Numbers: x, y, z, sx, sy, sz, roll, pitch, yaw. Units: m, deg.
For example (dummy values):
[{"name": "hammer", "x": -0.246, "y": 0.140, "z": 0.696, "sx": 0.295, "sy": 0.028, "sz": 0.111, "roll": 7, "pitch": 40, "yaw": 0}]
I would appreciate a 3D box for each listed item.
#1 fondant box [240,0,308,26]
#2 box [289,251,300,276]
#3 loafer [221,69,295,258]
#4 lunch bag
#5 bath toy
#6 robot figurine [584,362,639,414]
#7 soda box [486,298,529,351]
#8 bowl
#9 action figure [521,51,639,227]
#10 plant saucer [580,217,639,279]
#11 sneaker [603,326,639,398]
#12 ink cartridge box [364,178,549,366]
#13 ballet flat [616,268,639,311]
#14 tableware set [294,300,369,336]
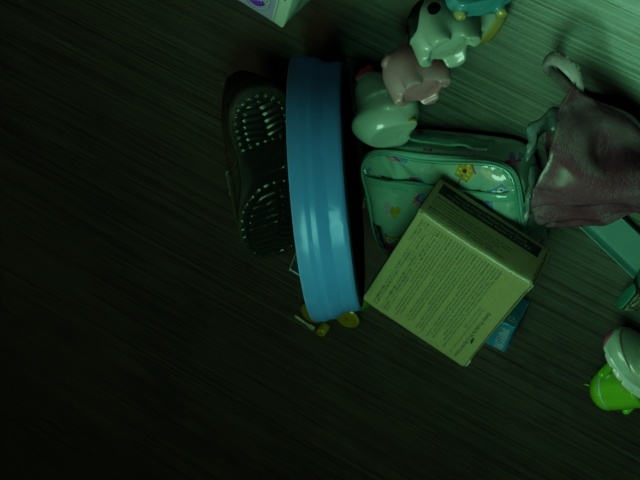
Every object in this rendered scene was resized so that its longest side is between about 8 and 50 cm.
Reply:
[{"name": "fondant box", "x": -0.093, "y": -0.481, "z": 1.545, "sx": 0.238, "sy": 0.096, "sz": 0.330, "roll": 33, "pitch": 148, "yaw": 7}, {"name": "box", "x": 0.000, "y": 0.000, "z": 1.960, "sx": 0.059, "sy": 0.054, "sz": 0.169, "roll": 31, "pitch": 137, "yaw": 9}, {"name": "loafer", "x": -0.088, "y": -0.126, "z": 1.839, "sx": 0.130, "sy": 0.134, "sz": 0.365, "roll": -115, "pitch": 17, "yaw": -45}, {"name": "lunch bag", "x": 0.195, "y": -0.062, "z": 1.728, "sx": 0.279, "sy": 0.108, "sz": 0.224, "roll": 7, "pitch": 130, "yaw": 30}, {"name": "bath toy", "x": 0.146, "y": -0.266, "z": 1.577, "sx": 0.348, "sy": 0.151, "sz": 0.129, "roll": -50, "pitch": 52, "yaw": 51}, {"name": "robot figurine", "x": 0.482, "y": 0.238, "z": 1.817, "sx": 0.115, "sy": 0.067, "sz": 0.101, "roll": -15, "pitch": 124, "yaw": 42}, {"name": "soda box", "x": 0.230, "y": 0.096, "z": 1.868, "sx": 0.210, "sy": 0.071, "sz": 0.067, "roll": 27, "pitch": 138, "yaw": 13}, {"name": "bowl", "x": 0.013, "y": -0.077, "z": 1.661, "sx": 0.077, "sy": 0.391, "sz": 0.391, "roll": -4, "pitch": 127, "yaw": 5}, {"name": "action figure", "x": 0.462, "y": -0.081, "z": 1.520, "sx": 0.370, "sy": 0.248, "sz": 0.275, "roll": 8, "pitch": 88, "yaw": 14}, {"name": "plant saucer", "x": 0.465, "y": 0.017, "z": 1.675, "sx": 0.192, "sy": 0.018, "sz": 0.067, "roll": 43, "pitch": 139, "yaw": -4}, {"name": "sneaker", "x": 0.552, "y": 0.197, "z": 1.719, "sx": 0.252, "sy": 0.103, "sz": 0.111, "roll": 29, "pitch": 134, "yaw": 1}, {"name": "ink cartridge box", "x": 0.196, "y": 0.052, "z": 1.678, "sx": 0.193, "sy": 0.088, "sz": 0.234, "roll": 33, "pitch": 138, "yaw": 3}, {"name": "ballet flat", "x": 0.479, "y": 0.066, "z": 1.674, "sx": 0.041, "sy": 0.041, "sz": 0.114, "roll": 32, "pitch": 138, "yaw": 8}, {"name": "tableware set", "x": 0.024, "y": 0.126, "z": 2.080, "sx": 0.104, "sy": 0.024, "sz": 0.154, "roll": 36, "pitch": 137, "yaw": -1}]
